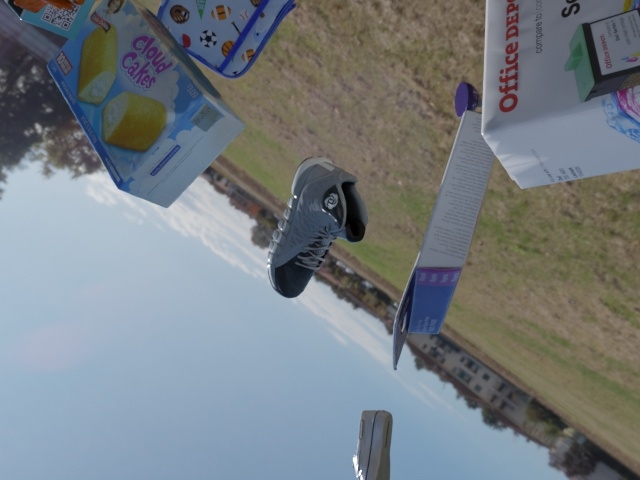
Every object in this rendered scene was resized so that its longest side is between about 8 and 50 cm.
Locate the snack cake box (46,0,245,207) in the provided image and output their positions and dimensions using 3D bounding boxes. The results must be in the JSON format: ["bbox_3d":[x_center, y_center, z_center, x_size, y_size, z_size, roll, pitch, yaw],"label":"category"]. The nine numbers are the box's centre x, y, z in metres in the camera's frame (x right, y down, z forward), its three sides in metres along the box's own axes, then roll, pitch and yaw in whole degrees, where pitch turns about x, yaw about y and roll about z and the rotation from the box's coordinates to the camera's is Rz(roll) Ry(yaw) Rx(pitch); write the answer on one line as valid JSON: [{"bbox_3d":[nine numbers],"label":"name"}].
[{"bbox_3d":[-0.232,-0.190,0.653,0.264,0.152,0.089,51,-168,27],"label":"snack cake box"}]

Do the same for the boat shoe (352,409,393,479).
[{"bbox_3d":[0.111,0.495,1.124,0.075,0.226,0.083,-3,151,33],"label":"boat shoe"}]

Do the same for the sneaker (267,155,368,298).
[{"bbox_3d":[0.000,0.000,0.734,0.086,0.229,0.132,-2,-157,-43],"label":"sneaker"}]

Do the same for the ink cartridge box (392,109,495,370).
[{"bbox_3d":[0.195,0.029,0.789,0.071,0.330,0.324,16,159,15],"label":"ink cartridge box"}]

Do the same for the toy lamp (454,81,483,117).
[{"bbox_3d":[0.414,-0.285,1.013,0.274,0.080,0.080,-1,-176,-7],"label":"toy lamp"}]

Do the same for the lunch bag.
[{"bbox_3d":[-0.186,-0.517,1.072,0.243,0.303,0.115,30,-153,-27],"label":"lunch bag"}]

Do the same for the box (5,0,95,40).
[{"bbox_3d":[-0.324,-0.327,0.539,0.244,0.100,0.060,46,-161,22],"label":"box"}]

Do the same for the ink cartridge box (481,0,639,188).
[{"bbox_3d":[0.296,-0.179,0.447,0.278,0.201,0.117,-8,154,39],"label":"ink cartridge box"}]

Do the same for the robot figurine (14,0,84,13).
[{"bbox_3d":[-0.241,-0.316,0.321,0.211,0.085,0.291,-50,-53,-75],"label":"robot figurine"}]
